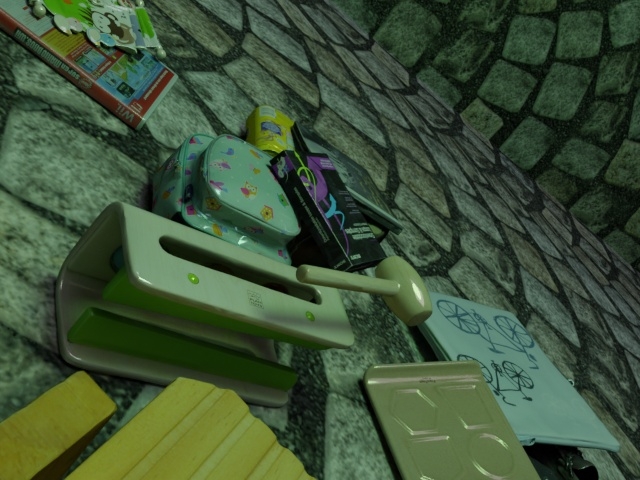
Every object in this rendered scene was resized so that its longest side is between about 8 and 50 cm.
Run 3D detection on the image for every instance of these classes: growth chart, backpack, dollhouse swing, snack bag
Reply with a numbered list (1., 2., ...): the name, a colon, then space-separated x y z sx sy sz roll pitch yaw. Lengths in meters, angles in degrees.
1. growth chart: -0.336 -0.343 1.063 0.237 0.021 0.172 9 44 -52
2. backpack: -0.117 -0.044 0.863 0.165 0.144 0.188 24 30 -32
3. dollhouse swing: -0.025 0.218 0.455 0.347 0.315 0.305 46 45 3
4. snack bag: 0.305 0.212 1.166 0.323 0.037 0.342 16 28 -37

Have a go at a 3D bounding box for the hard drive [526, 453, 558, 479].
1. hard drive: 0.278 0.385 0.921 0.172 0.054 0.255 35 27 -23

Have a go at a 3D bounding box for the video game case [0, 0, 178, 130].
1. video game case: -0.346 -0.289 1.017 0.285 0.025 0.204 37 25 -17

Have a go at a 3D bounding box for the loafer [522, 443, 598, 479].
1. loafer: 0.397 0.380 1.066 0.109 0.095 0.303 30 29 -31

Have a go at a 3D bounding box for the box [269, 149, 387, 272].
1. box: 0.013 -0.036 0.869 0.162 0.029 0.116 61 25 10

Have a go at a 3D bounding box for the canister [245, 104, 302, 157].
1. canister: -0.068 -0.141 1.170 0.126 0.073 0.170 33 26 -25

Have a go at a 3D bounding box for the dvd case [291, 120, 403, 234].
1. dvd case: 0.039 -0.105 1.135 0.164 0.018 0.221 32 19 -27

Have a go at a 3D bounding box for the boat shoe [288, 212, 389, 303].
1. boat shoe: 0.000 0.000 1.024 0.120 0.122 0.324 43 16 7

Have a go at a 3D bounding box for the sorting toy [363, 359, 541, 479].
1. sorting toy: 0.166 0.253 0.915 0.193 0.038 0.208 2 46 -26

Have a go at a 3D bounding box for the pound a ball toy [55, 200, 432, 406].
1. pound a ball toy: -0.069 0.045 0.719 0.319 0.208 0.136 22 34 -40
